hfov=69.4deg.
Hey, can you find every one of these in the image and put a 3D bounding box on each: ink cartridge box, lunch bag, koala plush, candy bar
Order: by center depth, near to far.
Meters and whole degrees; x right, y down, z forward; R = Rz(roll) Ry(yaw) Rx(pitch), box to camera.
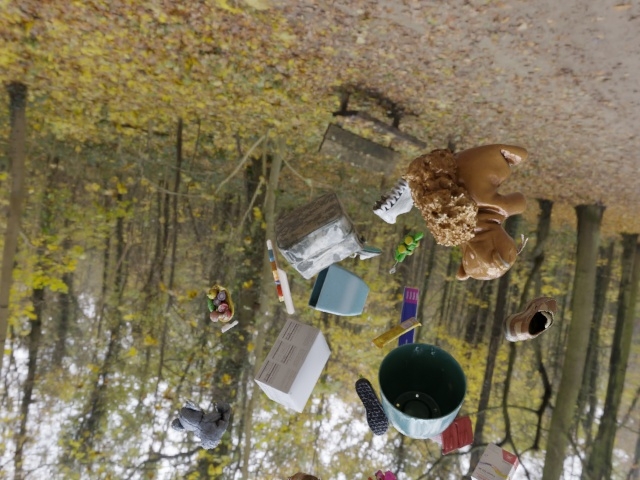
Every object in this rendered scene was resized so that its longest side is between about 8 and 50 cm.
[{"bbox_3d":[0.225,0.267,1.349,0.161,0.018,0.040,-24,-142,-23],"label":"candy bar"},{"bbox_3d":[0.657,0.892,1.759,0.115,0.198,0.067,14,141,43],"label":"ink cartridge box"},{"bbox_3d":[0.000,0.000,1.805,0.304,0.256,0.213,-28,-144,10],"label":"lunch bag"},{"bbox_3d":[0.375,0.370,1.979,0.071,0.325,0.330,6,171,11],"label":"ink cartridge box"},{"bbox_3d":[-0.549,0.820,2.102,0.221,0.196,0.203,35,-171,-16],"label":"koala plush"}]

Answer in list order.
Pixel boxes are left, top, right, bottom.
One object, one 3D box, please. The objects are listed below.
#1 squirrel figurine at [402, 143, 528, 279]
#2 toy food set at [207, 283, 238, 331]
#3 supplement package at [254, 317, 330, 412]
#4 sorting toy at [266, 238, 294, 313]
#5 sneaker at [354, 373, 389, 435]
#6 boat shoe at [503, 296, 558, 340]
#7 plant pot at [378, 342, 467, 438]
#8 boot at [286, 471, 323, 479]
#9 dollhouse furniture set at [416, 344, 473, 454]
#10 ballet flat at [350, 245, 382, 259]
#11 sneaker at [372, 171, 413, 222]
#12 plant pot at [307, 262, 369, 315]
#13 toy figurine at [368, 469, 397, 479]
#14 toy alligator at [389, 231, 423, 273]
[{"bbox_3d":[0.416,-0.070,1.340,0.396,0.371,0.281,3,168,-33],"label":"squirrel figurine"},{"bbox_3d":[-0.466,0.308,2.116,0.128,0.218,0.071,-26,170,32],"label":"toy food set"},{"bbox_3d":[-0.095,0.466,1.726,0.145,0.262,0.204,16,148,25],"label":"supplement package"},{"bbox_3d":[-0.143,0.122,1.570,0.038,0.193,0.208,-16,-147,-10],"label":"sorting toy"},{"bbox_3d":[0.205,0.635,1.803,0.084,0.235,0.097,-21,174,7],"label":"sneaker"},{"bbox_3d":[0.864,0.316,1.837,0.323,0.123,0.119,-22,-176,-33],"label":"boat shoe"},{"bbox_3d":[0.346,0.548,1.616,0.292,0.235,0.293,-3,-139,3],"label":"plant pot"},{"bbox_3d":[-0.007,1.076,1.964,0.283,0.109,0.220,27,146,-10],"label":"boot"},{"bbox_3d":[0.471,0.627,1.870,0.152,0.375,0.201,-6,176,-24],"label":"dollhouse furniture set"},{"bbox_3d":[0.174,0.049,2.078,0.213,0.068,0.072,15,-159,24],"label":"ballet flat"},{"bbox_3d":[0.357,-0.194,1.934,0.118,0.292,0.110,43,-169,-18],"label":"sneaker"},{"bbox_3d":[0.106,0.269,2.399,0.252,0.247,0.248,20,172,-9],"label":"plant pot"},{"bbox_3d":[0.225,0.966,1.806,0.173,0.159,0.130,26,159,54],"label":"toy figurine"},{"bbox_3d":[0.293,0.032,1.646,0.056,0.190,0.051,14,-151,-45],"label":"toy alligator"}]
